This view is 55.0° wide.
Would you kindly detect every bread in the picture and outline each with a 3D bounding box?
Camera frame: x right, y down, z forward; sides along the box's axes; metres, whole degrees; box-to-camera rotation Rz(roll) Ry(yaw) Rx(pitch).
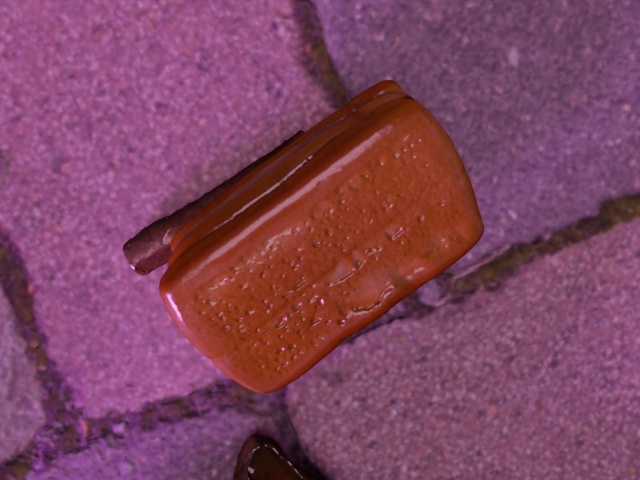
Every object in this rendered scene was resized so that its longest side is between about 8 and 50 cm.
[{"bbox_3d":[0.000,0.000,0.389,0.200,0.077,0.116,-37,124,3],"label":"bread"}]

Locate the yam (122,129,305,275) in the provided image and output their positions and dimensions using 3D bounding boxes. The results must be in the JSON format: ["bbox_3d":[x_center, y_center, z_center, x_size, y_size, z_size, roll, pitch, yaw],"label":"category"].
[{"bbox_3d":[-0.066,-0.024,0.416,0.145,0.032,0.032,-33,97,2],"label":"yam"}]

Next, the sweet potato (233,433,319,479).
[{"bbox_3d":[0.044,0.250,0.436,0.285,0.085,0.112,39,59,4],"label":"sweet potato"}]
